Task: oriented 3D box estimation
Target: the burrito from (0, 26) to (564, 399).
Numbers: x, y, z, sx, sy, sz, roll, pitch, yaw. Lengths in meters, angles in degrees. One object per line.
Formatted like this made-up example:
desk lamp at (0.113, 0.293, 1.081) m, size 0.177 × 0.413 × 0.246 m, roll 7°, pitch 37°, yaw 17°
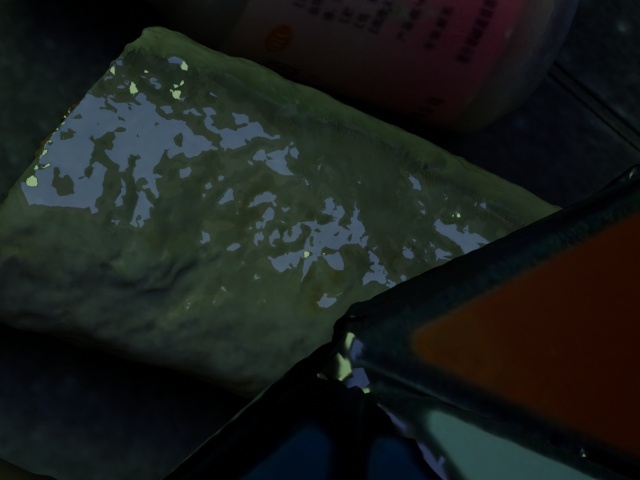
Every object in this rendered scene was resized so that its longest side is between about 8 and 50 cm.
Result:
burrito at (-0.001, 0.004, 0.790) m, size 0.299 × 0.105 × 0.143 m, roll 19°, pitch 60°, yaw -16°

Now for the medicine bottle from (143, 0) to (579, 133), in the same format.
medicine bottle at (-0.011, -0.146, 0.845) m, size 0.247 × 0.147 × 0.147 m, roll 17°, pitch 57°, yaw -14°

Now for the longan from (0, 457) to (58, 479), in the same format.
longan at (-0.113, 0.198, 0.427) m, size 0.288 × 0.288 × 0.350 m, roll -33°, pitch 76°, yaw -34°

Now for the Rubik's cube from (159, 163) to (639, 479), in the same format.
Rubik's cube at (0.066, 0.153, 0.614) m, size 0.246 × 0.248 × 0.250 m, roll 53°, pitch 36°, yaw 9°
